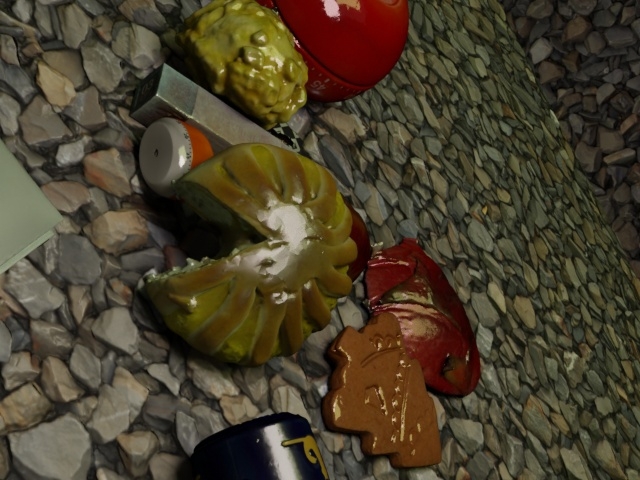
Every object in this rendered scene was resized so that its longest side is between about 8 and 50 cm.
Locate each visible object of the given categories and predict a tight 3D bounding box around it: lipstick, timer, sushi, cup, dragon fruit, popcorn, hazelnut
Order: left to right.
[{"bbox_3d":[-0.211,-0.119,1.419,0.136,0.099,0.136,26,58,-54],"label":"timer"},{"bbox_3d":[-0.140,-0.155,1.539,0.371,0.080,0.076,32,46,-33],"label":"lipstick"},{"bbox_3d":[-0.124,-0.308,1.567,0.233,0.192,0.266,41,3,-35],"label":"popcorn"},{"bbox_3d":[-0.096,-0.176,1.678,0.120,0.026,0.126,44,44,-23],"label":"sushi"},{"bbox_3d":[-0.051,0.348,1.138,0.179,0.255,0.256,-15,71,-16],"label":"cup"},{"bbox_3d":[-0.005,0.006,1.546,0.202,0.170,0.160,44,12,-53],"label":"hazelnut"},{"bbox_3d":[0.005,-0.463,1.809,0.378,0.279,0.377,33,44,-38],"label":"timer"},{"bbox_3d":[0.204,0.147,1.770,0.282,0.100,0.343,-16,77,-52],"label":"dragon fruit"}]

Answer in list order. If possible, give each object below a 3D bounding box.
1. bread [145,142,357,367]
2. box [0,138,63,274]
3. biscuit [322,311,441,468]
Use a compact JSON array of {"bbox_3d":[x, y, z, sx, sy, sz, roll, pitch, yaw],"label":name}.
[{"bbox_3d":[-0.082,0.017,1.329,0.333,0.160,0.332,5,79,-26],"label":"bread"},{"bbox_3d":[-0.412,0.033,0.910,0.117,0.225,0.225,53,34,-10],"label":"box"},{"bbox_3d":[0.123,0.274,1.583,0.306,0.043,0.284,52,40,-17],"label":"biscuit"}]
